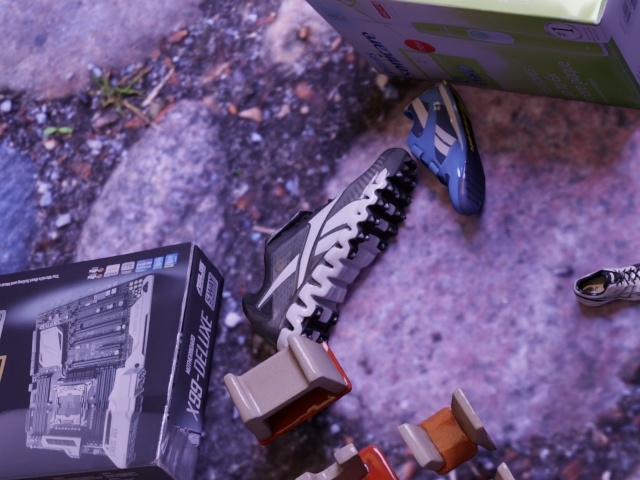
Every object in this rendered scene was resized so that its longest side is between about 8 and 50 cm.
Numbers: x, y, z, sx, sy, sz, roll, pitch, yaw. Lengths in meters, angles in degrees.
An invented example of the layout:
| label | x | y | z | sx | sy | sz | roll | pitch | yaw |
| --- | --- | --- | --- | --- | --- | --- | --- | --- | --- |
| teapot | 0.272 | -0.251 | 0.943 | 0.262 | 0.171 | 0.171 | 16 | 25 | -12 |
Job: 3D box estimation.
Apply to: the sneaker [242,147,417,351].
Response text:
| label | x | y | z | sx | sy | sz | roll | pitch | yaw |
| --- | --- | --- | --- | --- | --- | --- | --- | --- | --- |
| sneaker | 0.000 | 0.000 | 1.229 | 0.106 | 0.078 | 0.234 | 32 | 92 | 27 |

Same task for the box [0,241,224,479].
| label | x | y | z | sx | sy | sz | roll | pitch | yaw |
| --- | --- | --- | --- | --- | --- | --- | --- | --- | --- |
| box | -0.260 | 0.141 | 1.269 | 0.307 | 0.076 | 0.242 | -9 | 53 | 21 |

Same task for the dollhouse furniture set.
| label | x | y | z | sx | sy | sz | roll | pitch | yaw |
| --- | --- | --- | --- | --- | --- | --- | --- | --- | --- |
| dollhouse furniture set | 0.025 | 0.216 | 1.117 | 0.262 | 0.135 | 0.259 | -33 | 64 | 4 |

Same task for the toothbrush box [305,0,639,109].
| label | x | y | z | sx | sy | sz | roll | pitch | yaw |
| --- | --- | --- | --- | --- | --- | --- | --- | --- | --- |
| toothbrush box | 0.154 | -0.223 | 1.151 | 0.283 | 0.206 | 0.122 | 14 | 81 | 27 |

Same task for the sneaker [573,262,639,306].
| label | x | y | z | sx | sy | sz | roll | pitch | yaw |
| --- | --- | --- | --- | --- | --- | --- | --- | --- | --- |
| sneaker | 0.262 | 0.037 | 1.117 | 0.083 | 0.037 | 0.032 | -20 | 65 | 17 |

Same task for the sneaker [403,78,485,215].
| label | x | y | z | sx | sy | sz | roll | pitch | yaw |
| --- | --- | --- | --- | --- | --- | --- | --- | --- | --- |
| sneaker | 0.118 | -0.082 | 1.214 | 0.059 | 0.053 | 0.144 | -21 | 58 | 18 |
